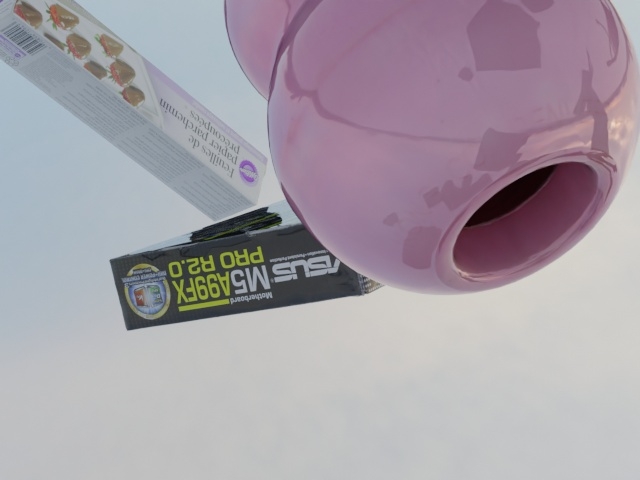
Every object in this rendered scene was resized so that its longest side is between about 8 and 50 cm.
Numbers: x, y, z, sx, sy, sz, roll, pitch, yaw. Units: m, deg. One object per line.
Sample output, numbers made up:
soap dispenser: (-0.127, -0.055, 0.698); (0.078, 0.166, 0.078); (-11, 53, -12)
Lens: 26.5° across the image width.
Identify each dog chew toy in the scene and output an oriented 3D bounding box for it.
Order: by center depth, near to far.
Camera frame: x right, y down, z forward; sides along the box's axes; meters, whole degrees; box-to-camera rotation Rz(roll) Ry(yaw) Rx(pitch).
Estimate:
dog chew toy: (0.039, -0.130, 0.786); (0.206, 0.207, 0.332); (-11, -127, -26)

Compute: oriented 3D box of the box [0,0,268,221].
box: (-0.184, -0.133, 1.304); (0.067, 0.324, 0.063); (-21, -135, 38)

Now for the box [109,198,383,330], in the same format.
box: (0.000, 0.000, 1.075); (0.216, 0.060, 0.270); (-9, -173, 31)
